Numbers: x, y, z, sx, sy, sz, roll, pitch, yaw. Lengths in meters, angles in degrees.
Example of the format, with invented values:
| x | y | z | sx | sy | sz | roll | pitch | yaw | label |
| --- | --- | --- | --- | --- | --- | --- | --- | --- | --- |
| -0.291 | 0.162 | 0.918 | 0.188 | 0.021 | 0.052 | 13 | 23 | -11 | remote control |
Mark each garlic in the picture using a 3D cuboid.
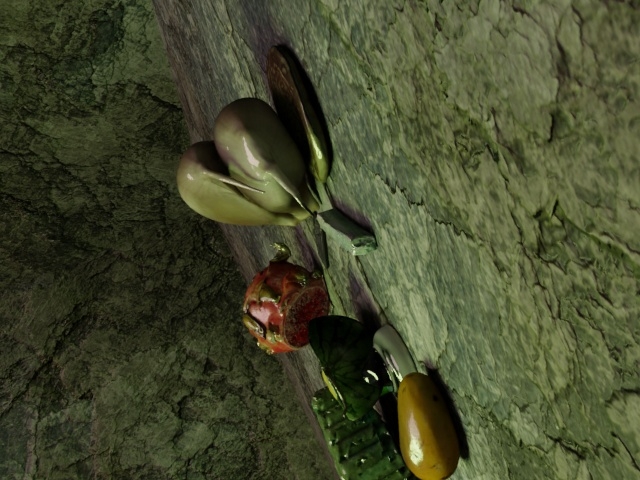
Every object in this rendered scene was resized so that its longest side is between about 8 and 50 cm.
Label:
| x | y | z | sx | sy | sz | roll | pitch | yaw | label |
| --- | --- | --- | --- | --- | --- | --- | --- | --- | --- |
| -0.141 | -0.110 | 1.362 | 0.245 | 0.232 | 0.340 | 63 | -179 | -3 | garlic |

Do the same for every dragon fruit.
| x | y | z | sx | sy | sz | roll | pitch | yaw | label |
| --- | --- | --- | --- | --- | --- | --- | --- | --- | --- |
| -0.072 | 0.154 | 1.780 | 0.147 | 0.211 | 0.282 | 34 | 129 | 49 | dragon fruit |

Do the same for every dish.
| x | y | z | sx | sy | sz | roll | pitch | yaw | label |
| --- | --- | --- | --- | --- | --- | --- | --- | --- | --- |
| 0.110 | 0.224 | 1.345 | 0.141 | 0.078 | 0.141 | 157 | 90 | -79 | dish |

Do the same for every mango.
| x | y | z | sx | sy | sz | roll | pitch | yaw | label |
| --- | --- | --- | --- | --- | --- | --- | --- | --- | --- |
| 0.166 | 0.296 | 1.204 | 0.115 | 0.090 | 0.178 | -118 | 18 | -67 | mango |

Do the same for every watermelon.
| x | y | z | sx | sy | sz | roll | pitch | yaw | label |
| --- | --- | --- | --- | --- | --- | --- | --- | --- | --- |
| 0.058 | 0.228 | 1.458 | 0.232 | 0.127 | 0.204 | 66 | -178 | -73 | watermelon |

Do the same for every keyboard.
| x | y | z | sx | sy | sz | roll | pitch | yaw | label |
| --- | --- | --- | --- | --- | --- | --- | --- | --- | --- |
| 0.000 | 0.000 | 1.615 | 0.155 | 0.010 | 0.053 | 82 | 163 | -54 | keyboard |

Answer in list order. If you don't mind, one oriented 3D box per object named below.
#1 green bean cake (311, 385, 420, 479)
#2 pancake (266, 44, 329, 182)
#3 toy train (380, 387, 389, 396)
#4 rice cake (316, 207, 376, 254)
| x | y | z | sx | sy | sz | roll | pitch | yaw | label |
| --- | --- | --- | --- | --- | --- | --- | --- | --- | --- |
| 0.095 | 0.427 | 1.596 | 0.255 | 0.132 | 0.241 | 57 | -179 | 43 | green bean cake |
| -0.039 | -0.209 | 1.324 | 0.250 | 0.031 | 0.250 | 158 | 90 | -80 | pancake |
| 0.080 | 0.243 | 1.618 | 0.209 | 0.044 | 0.042 | -126 | 17 | -50 | toy train |
| 0.038 | -0.018 | 1.301 | 0.211 | 0.043 | 0.034 | -139 | 36 | -67 | rice cake |
